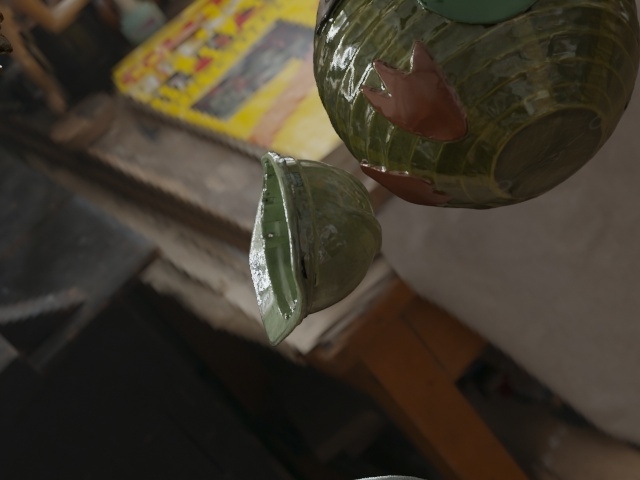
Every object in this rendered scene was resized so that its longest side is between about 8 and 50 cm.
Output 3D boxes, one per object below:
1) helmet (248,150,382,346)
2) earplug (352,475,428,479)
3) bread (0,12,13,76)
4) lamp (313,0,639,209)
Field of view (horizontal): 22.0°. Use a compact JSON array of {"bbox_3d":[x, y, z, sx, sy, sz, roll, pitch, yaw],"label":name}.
[{"bbox_3d":[0.003,0.002,1.980,0.137,0.258,0.204,-6,55,-14],"label":"helmet"},{"bbox_3d":[0.053,0.321,1.087,0.185,0.185,0.324,-31,23,12],"label":"earplug"},{"bbox_3d":[-0.382,-0.050,1.405,0.109,0.185,0.380,-111,34,-78],"label":"bread"},{"bbox_3d":[0.107,-0.164,1.242,0.250,0.250,0.284,-32,57,9],"label":"lamp"}]
